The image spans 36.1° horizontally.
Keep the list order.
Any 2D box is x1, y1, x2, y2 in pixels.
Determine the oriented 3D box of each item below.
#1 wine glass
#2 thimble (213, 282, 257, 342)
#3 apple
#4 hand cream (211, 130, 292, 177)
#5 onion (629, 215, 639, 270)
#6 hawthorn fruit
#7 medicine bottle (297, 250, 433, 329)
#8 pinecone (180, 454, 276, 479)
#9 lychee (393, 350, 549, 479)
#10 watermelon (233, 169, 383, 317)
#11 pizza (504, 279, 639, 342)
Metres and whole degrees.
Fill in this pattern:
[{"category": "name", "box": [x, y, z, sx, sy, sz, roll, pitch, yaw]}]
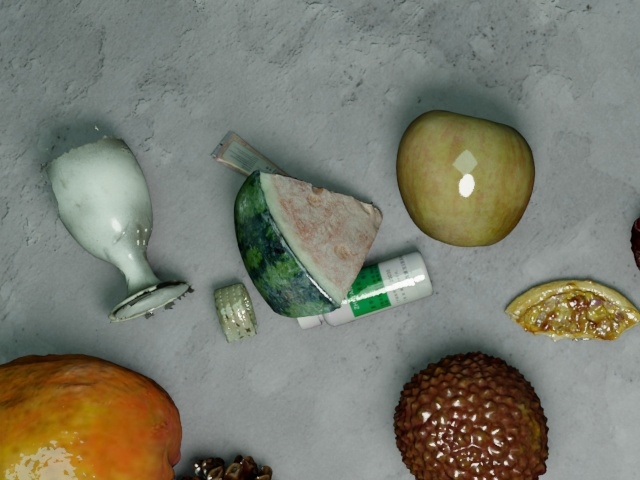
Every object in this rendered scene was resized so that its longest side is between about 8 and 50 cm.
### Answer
[{"category": "wine glass", "box": [-0.395, -0.025, 1.896, 0.191, 0.190, 0.357, -29, 80, 4]}, {"category": "thimble", "box": [-0.163, 0.139, 1.886, 0.062, 0.084, 0.109, -17, 74, 6]}, {"category": "apple", "box": [0.257, -0.111, 1.779, 0.257, 0.257, 0.233, 15, 102, 10]}, {"category": "hand cream", "box": [-0.119, -0.138, 1.946, 0.210, 0.043, 0.067, 35, 86, 17]}, {"category": "onion", "box": [0.666, 0.031, 1.723, 0.207, 0.216, 0.206, -24, 101, 9]}, {"category": "hawthorn fruit", "box": [-0.461, 0.394, 1.714, 0.472, 0.472, 0.471, -1, 82, 8]}, {"category": "medicine bottle", "box": [0.079, 0.100, 1.853, 0.260, 0.095, 0.095, -20, 80, 5]}, {"category": "pinecone", "box": [-0.175, 0.481, 1.795, 0.208, 0.208, 0.207, -1, 82, 8]}, {"category": "lychee", "box": [0.261, 0.326, 1.701, 0.276, 0.304, 0.275, -9, 76, 40]}, {"category": "watermelon", "box": [-0.018, 0.036, 1.815, 0.293, 0.283, 0.250, 4, 71, -13]}, {"category": "pizza", "box": [0.468, 0.131, 1.808, 0.247, 0.058, 0.127, 13, 85, 12]}]
